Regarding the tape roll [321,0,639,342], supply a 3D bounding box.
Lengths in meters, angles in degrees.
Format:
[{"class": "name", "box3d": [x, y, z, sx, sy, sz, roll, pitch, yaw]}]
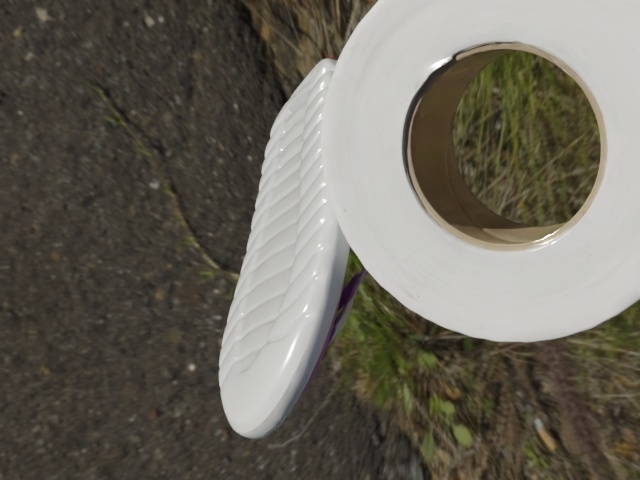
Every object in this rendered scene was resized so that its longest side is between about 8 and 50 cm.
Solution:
[{"class": "tape roll", "box3d": [0.147, -0.073, 0.884, 0.286, 0.100, 0.286, 5, 102, 25]}]

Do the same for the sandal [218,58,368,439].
[{"class": "sandal", "box3d": [0.008, -0.008, 1.050, 0.102, 0.169, 0.416, 25, 46, -18]}]
